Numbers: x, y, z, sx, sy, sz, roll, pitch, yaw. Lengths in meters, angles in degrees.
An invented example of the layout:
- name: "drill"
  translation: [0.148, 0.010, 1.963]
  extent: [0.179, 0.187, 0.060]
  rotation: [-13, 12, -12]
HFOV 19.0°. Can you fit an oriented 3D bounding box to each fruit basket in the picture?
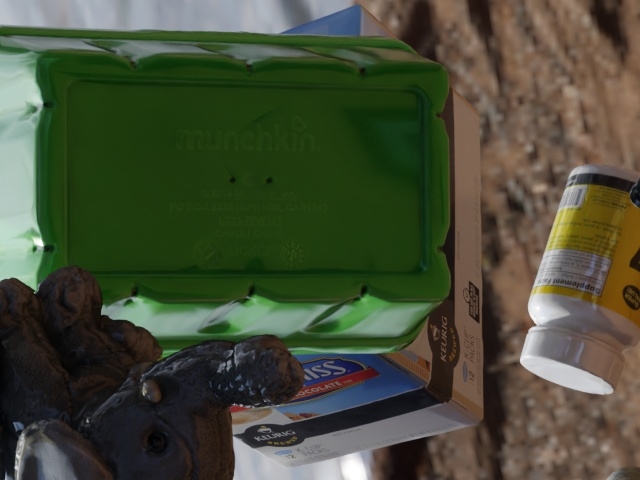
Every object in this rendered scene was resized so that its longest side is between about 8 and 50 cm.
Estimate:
- name: "fruit basket"
  translation: [-0.099, -0.016, 1.438]
  extent: [0.392, 0.392, 0.283]
  rotation: [175, 95, -67]

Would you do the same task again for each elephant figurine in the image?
- name: "elephant figurine"
  translation: [-0.118, 0.127, 1.130]
  extent: [0.239, 0.169, 0.186]
  rotation: [29, 154, 39]

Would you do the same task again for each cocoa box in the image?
- name: "cocoa box"
  translation: [0.000, 0.000, 1.791]
  extent: [0.231, 0.228, 0.347]
  rotation: [-16, 56, 30]

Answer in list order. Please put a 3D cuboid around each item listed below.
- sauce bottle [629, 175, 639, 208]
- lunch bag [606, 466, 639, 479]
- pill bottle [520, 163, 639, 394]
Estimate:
- name: "sauce bottle"
  translation: [0.280, -0.076, 1.518]
  extent: [0.042, 0.042, 0.128]
  rotation: [62, 145, 35]
- name: "lunch bag"
  translation: [0.374, 0.404, 1.965]
  extent: [0.212, 0.305, 0.256]
  rotation: [-65, -7, 22]
- name: "pill bottle"
  translation: [0.276, 0.039, 1.905]
  extent: [0.119, 0.119, 0.208]
  rotation: [-17, 52, 67]
